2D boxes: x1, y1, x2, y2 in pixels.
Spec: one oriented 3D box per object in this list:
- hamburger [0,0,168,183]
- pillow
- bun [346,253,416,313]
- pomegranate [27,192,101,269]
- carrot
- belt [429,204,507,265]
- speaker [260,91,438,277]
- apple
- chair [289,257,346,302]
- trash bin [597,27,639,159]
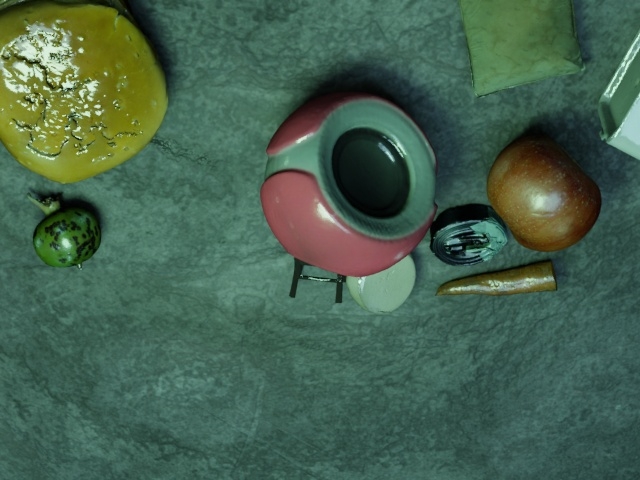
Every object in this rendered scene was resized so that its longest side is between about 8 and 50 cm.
[{"bbox_3d":[-0.394,-0.254,1.596,0.284,0.174,0.304,-26,127,3],"label":"hamburger"},{"bbox_3d":[0.302,-0.373,1.564,0.185,0.075,0.302,-13,123,6],"label":"pillow"},{"bbox_3d":[0.099,0.058,1.837,0.138,0.094,0.138,-12,112,-31],"label":"bun"},{"bbox_3d":[-0.451,-0.023,1.779,0.122,0.122,0.161,-31,90,19],"label":"pomegranate"},{"bbox_3d":[0.320,0.077,1.873,0.224,0.057,0.057,-7,123,10],"label":"carrot"},{"bbox_3d":[0.261,-0.007,1.809,0.140,0.058,0.105,-12,125,7],"label":"belt"},{"bbox_3d":[0.046,-0.096,1.627,0.294,0.294,0.294,0,123,0],"label":"speaker"},{"bbox_3d":[0.362,-0.073,1.683,0.201,0.201,0.162,39,107,-22],"label":"apple"},{"bbox_3d":[0.000,0.000,1.799,0.101,0.084,0.212,6,123,5],"label":"chair"},{"bbox_3d":[0.649,-0.204,1.586,0.367,0.256,0.296,22,122,-4],"label":"trash bin"}]
